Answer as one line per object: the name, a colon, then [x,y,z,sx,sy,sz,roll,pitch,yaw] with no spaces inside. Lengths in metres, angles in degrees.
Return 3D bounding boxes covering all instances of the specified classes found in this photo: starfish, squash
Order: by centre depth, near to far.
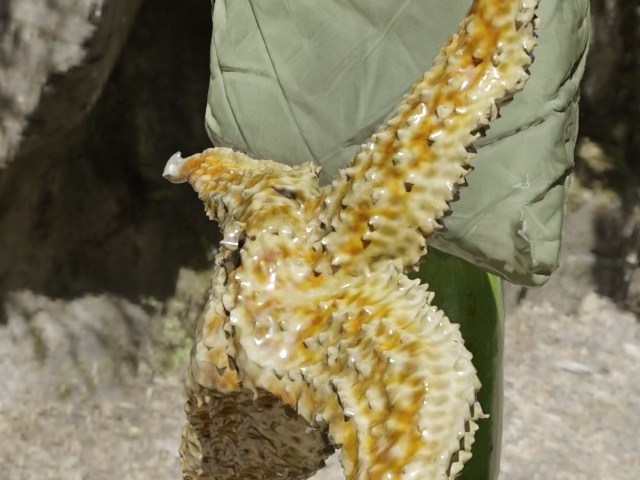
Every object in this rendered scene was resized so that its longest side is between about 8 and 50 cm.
starfish: [-0.016,0.011,0.495,0.084,0.302,0.293,16,-19,-18]
squash: [0.081,0.076,0.871,0.118,0.371,0.118,2,18,-1]

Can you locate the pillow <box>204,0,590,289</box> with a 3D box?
pillow: [0.031,-0.144,0.629,0.076,0.281,0.274,-20,33,-38]
